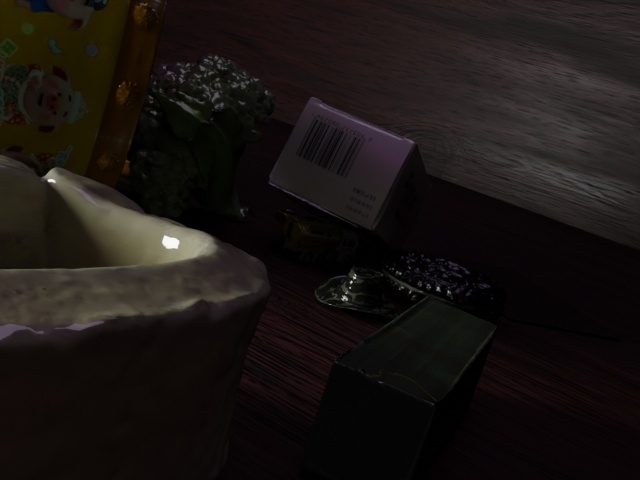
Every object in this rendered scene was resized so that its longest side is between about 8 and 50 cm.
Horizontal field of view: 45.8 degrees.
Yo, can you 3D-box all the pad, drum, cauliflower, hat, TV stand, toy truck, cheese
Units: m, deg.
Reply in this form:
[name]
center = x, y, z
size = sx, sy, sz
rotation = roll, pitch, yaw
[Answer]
[pad]
center = 0.329, 0.088, 1.298
size = 0.220, 0.004, 0.330
rotation = 12, 13, -21
[drum]
center = -0.336, -0.245, 0.933
size = 0.214, 0.431, 0.431
rotation = 12, 13, -24
[cauliflower]
center = -0.183, -0.127, 1.132
size = 0.239, 0.315, 0.256
rotation = -4, 51, 14
[hat]
center = 0.052, 0.060, 0.948
size = 0.121, 0.050, 0.121
rotation = 16, 15, -4
[TV stand]
center = 0.079, 0.121, 0.628
size = 0.083, 0.088, 0.269
rotation = 23, 14, 19
[toy truck]
center = 0.000, 0.000, 1.108
size = 0.123, 0.062, 0.052
rotation = 6, 16, -41
[cheese]
center = -0.202, 0.045, 0.435
size = 0.332, 0.153, 0.292
rotation = 6, 17, -46

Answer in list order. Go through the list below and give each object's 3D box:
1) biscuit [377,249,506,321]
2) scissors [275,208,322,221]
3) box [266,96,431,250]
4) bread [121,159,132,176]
[biscuit]
center = 0.173, 0.062, 1.089
size = 0.195, 0.053, 0.194
rotation = 16, 12, -3
[scissors]
center = -0.038, -0.018, 1.246
size = 0.088, 0.017, 0.220
rotation = 19, 13, -3
[box]
center = 0.061, -0.088, 1.202
size = 0.173, 0.145, 0.333
rotation = 28, -1, 14
[bread]
center = -0.294, -0.182, 1.331
size = 0.268, 0.145, 0.268
rotation = 19, 15, -5
